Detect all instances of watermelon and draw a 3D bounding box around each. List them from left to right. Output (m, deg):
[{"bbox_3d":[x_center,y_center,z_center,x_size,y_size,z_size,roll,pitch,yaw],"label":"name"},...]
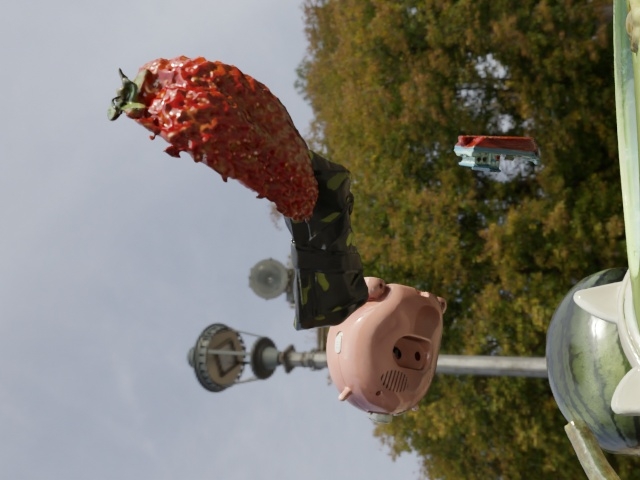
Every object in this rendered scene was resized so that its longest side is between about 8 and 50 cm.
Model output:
[{"bbox_3d":[0.551,0.202,1.189,0.279,0.279,0.359,43,-129,-44],"label":"watermelon"}]

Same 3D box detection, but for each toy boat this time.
[{"bbox_3d":[0.304,-0.146,1.115,0.173,0.069,0.058,-3,-79,-26],"label":"toy boat"}]

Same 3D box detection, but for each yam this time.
[{"bbox_3d":[0.261,0.250,0.534,0.029,0.027,0.234,38,-155,-42],"label":"yam"}]

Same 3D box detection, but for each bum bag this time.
[{"bbox_3d":[0.000,0.000,0.824,0.107,0.060,0.232,-12,-72,-17],"label":"bum bag"}]

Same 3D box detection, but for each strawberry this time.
[{"bbox_3d":[-0.098,-0.128,0.713,0.236,0.175,0.106,24,-76,-31],"label":"strawberry"}]

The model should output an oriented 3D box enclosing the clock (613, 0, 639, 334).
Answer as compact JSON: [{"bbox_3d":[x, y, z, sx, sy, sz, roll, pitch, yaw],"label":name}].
[{"bbox_3d":[0.272,-0.086,0.457,0.348,0.117,0.286,-52,-46,-57],"label":"clock"}]

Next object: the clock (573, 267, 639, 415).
[{"bbox_3d":[0.404,0.082,0.583,0.265,0.324,0.108,-88,-15,-45],"label":"clock"}]

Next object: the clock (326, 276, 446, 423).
[{"bbox_3d":[0.123,0.200,1.174,0.227,0.142,0.241,19,-108,-38],"label":"clock"}]
